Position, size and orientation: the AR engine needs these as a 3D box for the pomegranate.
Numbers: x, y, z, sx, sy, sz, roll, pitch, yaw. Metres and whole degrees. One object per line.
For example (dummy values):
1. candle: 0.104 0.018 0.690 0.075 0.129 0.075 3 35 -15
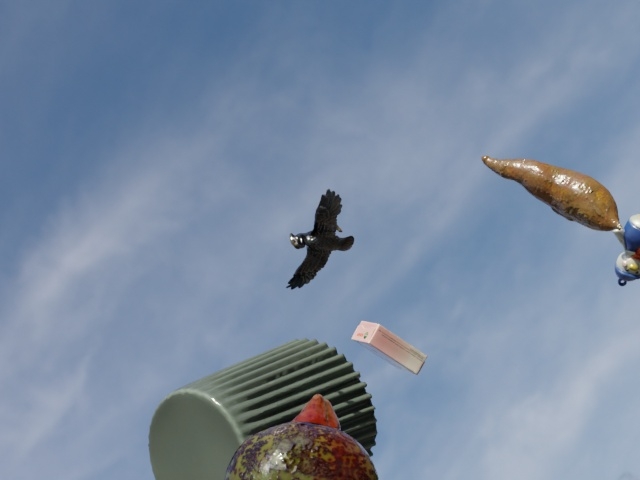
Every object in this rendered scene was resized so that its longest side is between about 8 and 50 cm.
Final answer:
1. pomegranate: -0.017 0.307 1.399 0.214 0.214 0.248 87 -165 -45

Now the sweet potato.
1. sweet potato: 0.317 -0.071 1.418 0.068 0.226 0.068 -35 -38 -33

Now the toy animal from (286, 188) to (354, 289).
1. toy animal: 0.000 0.000 1.779 0.108 0.062 0.220 -13 -42 -44

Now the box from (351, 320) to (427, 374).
1. box: 0.132 0.206 2.041 0.125 0.089 0.043 34 -101 -16

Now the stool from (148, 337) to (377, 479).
1. stool: -0.110 0.354 1.915 0.330 0.297 0.297 -12 -47 -51

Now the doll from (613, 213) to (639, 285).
1. doll: 0.495 0.010 1.657 0.098 0.058 0.143 15 -63 -7
